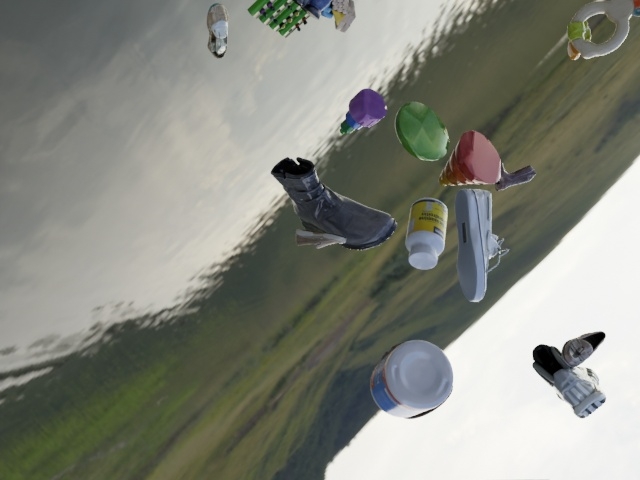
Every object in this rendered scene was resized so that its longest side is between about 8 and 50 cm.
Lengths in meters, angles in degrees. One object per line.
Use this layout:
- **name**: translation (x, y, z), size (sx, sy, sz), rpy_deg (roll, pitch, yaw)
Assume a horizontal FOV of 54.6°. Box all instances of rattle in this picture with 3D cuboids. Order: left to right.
- **rattle**: translation (0.684, -0.499, 1.447), size (0.200, 0.130, 0.143), rpy_deg (-35, 148, 15)

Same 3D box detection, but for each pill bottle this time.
- **pill bottle**: translation (0.162, 0.271, 1.179), size (0.124, 0.124, 0.221), rpy_deg (-44, 170, -21)
- **pill bottle**: translation (0.283, -0.017, 1.658), size (0.103, 0.103, 0.184), rpy_deg (127, -19, -51)

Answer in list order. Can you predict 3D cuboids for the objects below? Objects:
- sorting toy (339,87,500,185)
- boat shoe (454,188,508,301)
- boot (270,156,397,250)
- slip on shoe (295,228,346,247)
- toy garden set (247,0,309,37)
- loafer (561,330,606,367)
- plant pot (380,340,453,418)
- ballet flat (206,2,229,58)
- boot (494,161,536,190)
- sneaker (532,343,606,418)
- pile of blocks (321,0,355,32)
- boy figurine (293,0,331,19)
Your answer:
- **sorting toy**: translation (0.192, -0.186, 1.254), size (0.126, 0.366, 0.126), rpy_deg (-35, -136, 51)
- **boat shoe**: translation (0.534, 0.013, 2.020), size (0.157, 0.366, 0.136), rpy_deg (-3, 175, -15)
- **boot**: translation (0.019, -0.101, 1.576), size (0.338, 0.222, 0.118), rpy_deg (10, -126, 43)
- **slip on shoe**: translation (0.000, 0.000, 1.549), size (0.051, 0.136, 0.041), rpy_deg (2, 96, -71)
- **toy garden set**: translation (-0.063, -0.651, 1.709), size (0.204, 0.049, 0.244), rpy_deg (-37, 171, 18)
- **loafer**: translation (0.476, 0.189, 1.117), size (0.125, 0.045, 0.039), rpy_deg (-16, 159, -46)
- **plant pot**: translation (0.259, 0.385, 1.747), size (0.167, 0.165, 0.166), rpy_deg (-16, 134, -17)
- **ballet flat**: translation (-0.303, -0.624, 1.871), size (0.073, 0.067, 0.206), rpy_deg (-22, 165, -14)
- **boot**: translation (0.536, -0.191, 1.702), size (0.114, 0.037, 0.106), rpy_deg (-17, 139, -1)
- **sneaker**: translation (0.455, 0.242, 1.174), size (0.086, 0.132, 0.229), rpy_deg (-44, 172, 7)
- **pile of blocks**: translation (0.033, -0.889, 2.148), size (0.149, 0.112, 0.362), rpy_deg (-8, 152, 6)
- **boy figurine**: translation (0.033, -0.690, 1.508), size (0.285, 0.177, 0.092), rpy_deg (-53, -153, 11)
